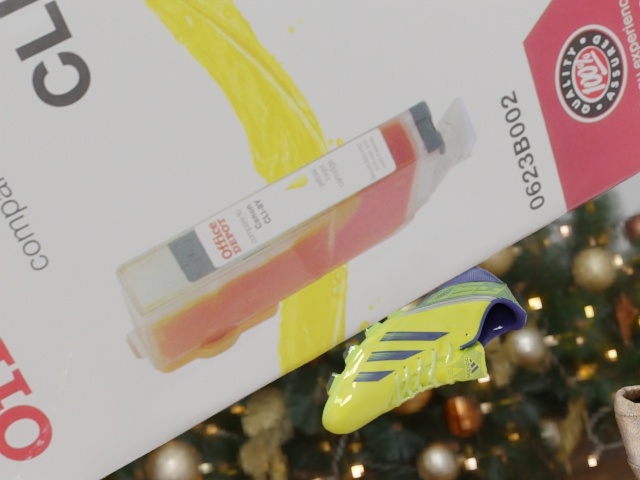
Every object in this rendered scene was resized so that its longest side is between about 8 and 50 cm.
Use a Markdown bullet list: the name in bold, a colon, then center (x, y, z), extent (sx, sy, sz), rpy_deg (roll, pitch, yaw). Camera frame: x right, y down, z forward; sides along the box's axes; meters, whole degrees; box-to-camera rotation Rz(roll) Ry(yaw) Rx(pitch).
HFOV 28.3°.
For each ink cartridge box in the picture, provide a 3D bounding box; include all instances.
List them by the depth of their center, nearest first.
- **ink cartridge box**: center (-0.048, -0.096, 0.552), extent (0.160, 0.385, 0.279), rpy_deg (40, -24, 59)

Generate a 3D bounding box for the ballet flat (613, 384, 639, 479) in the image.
- **ballet flat**: center (0.349, 0.090, 0.940), extent (0.107, 0.316, 0.106), rpy_deg (-6, 67, -55)

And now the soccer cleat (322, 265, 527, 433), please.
- **soccer cleat**: center (0.119, 0.127, 1.400), extent (0.289, 0.121, 0.093), rpy_deg (-37, 154, -34)
